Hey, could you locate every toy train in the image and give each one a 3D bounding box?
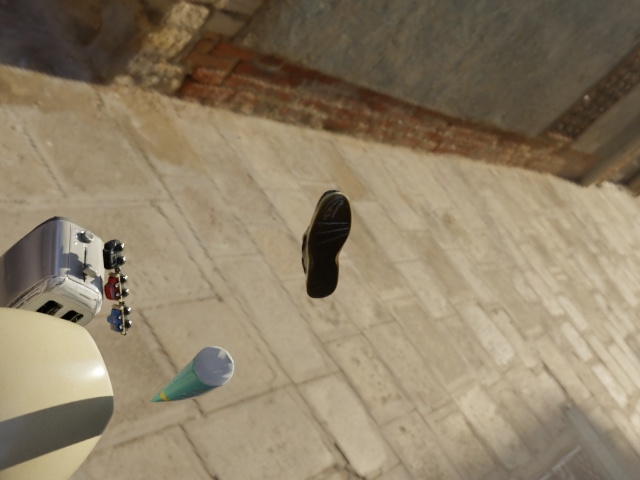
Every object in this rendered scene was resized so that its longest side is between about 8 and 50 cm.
[{"bbox_3d":[-0.323,0.077,1.335,0.036,0.027,0.158,-18,111,-46],"label":"toy train"}]

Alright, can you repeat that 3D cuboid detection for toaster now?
[{"bbox_3d":[-0.442,0.080,1.348,0.129,0.227,0.146,39,25,-43],"label":"toaster"}]

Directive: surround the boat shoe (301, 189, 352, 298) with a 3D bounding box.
[{"bbox_3d":[0.000,0.000,1.022,0.056,0.152,0.049,-4,37,-23],"label":"boat shoe"}]

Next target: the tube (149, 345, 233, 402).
[{"bbox_3d":[-0.174,0.194,1.157,0.080,0.207,0.052,2,69,-23],"label":"tube"}]

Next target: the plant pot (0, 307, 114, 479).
[{"bbox_3d":[-0.383,0.205,1.105,0.191,0.284,0.284,-18,63,-30],"label":"plant pot"}]
